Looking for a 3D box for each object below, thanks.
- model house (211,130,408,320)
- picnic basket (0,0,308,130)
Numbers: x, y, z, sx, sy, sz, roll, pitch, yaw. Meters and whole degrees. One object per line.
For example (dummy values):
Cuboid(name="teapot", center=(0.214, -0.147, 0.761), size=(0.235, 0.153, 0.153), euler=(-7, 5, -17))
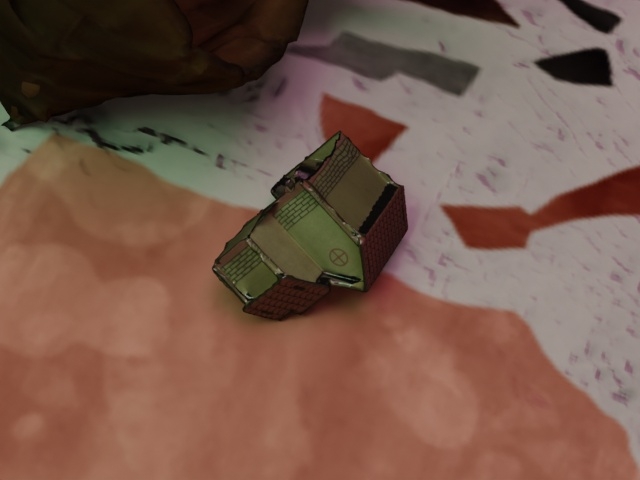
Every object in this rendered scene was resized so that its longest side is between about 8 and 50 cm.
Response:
Cuboid(name="model house", center=(0.000, 0.000, 0.747), size=(0.058, 0.057, 0.083), euler=(47, 34, -9))
Cuboid(name="picnic basket", center=(-0.017, -0.225, 0.726), size=(0.337, 0.293, 0.337), euler=(-11, 50, 13))
